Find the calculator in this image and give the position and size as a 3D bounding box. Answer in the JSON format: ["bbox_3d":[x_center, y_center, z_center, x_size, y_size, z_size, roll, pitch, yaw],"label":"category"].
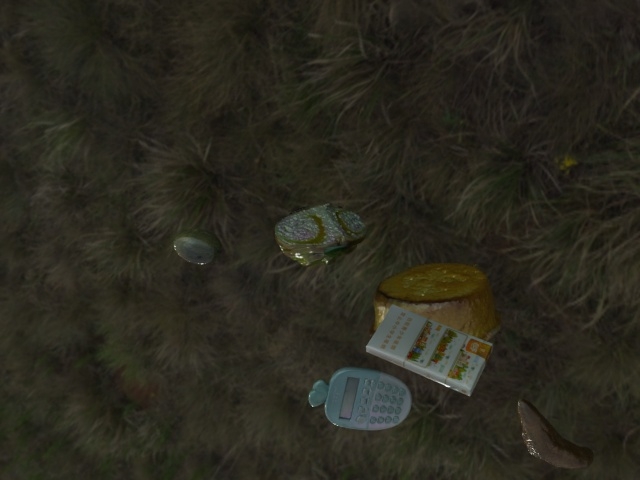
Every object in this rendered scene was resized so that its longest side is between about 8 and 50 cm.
[{"bbox_3d":[0.114,0.449,1.799,0.296,0.042,0.183,11,101,-6],"label":"calculator"}]

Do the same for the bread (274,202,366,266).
[{"bbox_3d":[0.011,0.002,1.716,0.261,0.158,0.156,-19,141,-12],"label":"bread"}]

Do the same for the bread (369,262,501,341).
[{"bbox_3d":[0.338,0.218,1.895,0.399,0.398,0.215,-1,108,26],"label":"bread"}]

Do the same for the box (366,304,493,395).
[{"bbox_3d":[0.216,0.213,1.258,0.221,0.122,0.032,20,141,25],"label":"box"}]

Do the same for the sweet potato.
[{"bbox_3d":[0.635,0.561,1.773,0.341,0.092,0.114,38,92,-21],"label":"sweet potato"}]

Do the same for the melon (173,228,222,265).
[{"bbox_3d":[-0.329,0.016,1.699,0.131,0.098,0.098,17,133,-11],"label":"melon"}]
